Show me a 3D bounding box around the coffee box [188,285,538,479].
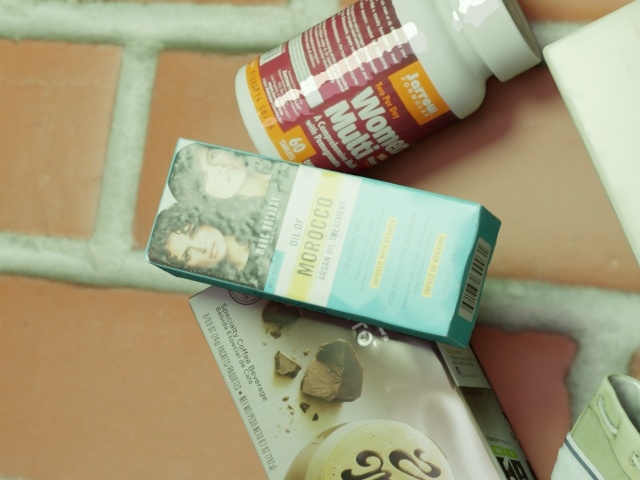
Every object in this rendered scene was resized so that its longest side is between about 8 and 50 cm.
[{"bbox_3d":[0.044,0.139,1.374,0.168,0.119,0.297,-29,71,14],"label":"coffee box"}]

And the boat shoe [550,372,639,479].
[{"bbox_3d":[0.245,0.174,1.218,0.302,0.109,0.094,-143,64,-63],"label":"boat shoe"}]

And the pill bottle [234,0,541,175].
[{"bbox_3d":[0.053,-0.132,1.419,0.221,0.121,0.121,-27,72,15],"label":"pill bottle"}]

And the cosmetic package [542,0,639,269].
[{"bbox_3d":[0.287,-0.023,1.292,0.129,0.153,0.296,-26,73,16],"label":"cosmetic package"}]

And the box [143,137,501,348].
[{"bbox_3d":[0.000,0.000,1.320,0.244,0.060,0.100,13,83,22],"label":"box"}]
